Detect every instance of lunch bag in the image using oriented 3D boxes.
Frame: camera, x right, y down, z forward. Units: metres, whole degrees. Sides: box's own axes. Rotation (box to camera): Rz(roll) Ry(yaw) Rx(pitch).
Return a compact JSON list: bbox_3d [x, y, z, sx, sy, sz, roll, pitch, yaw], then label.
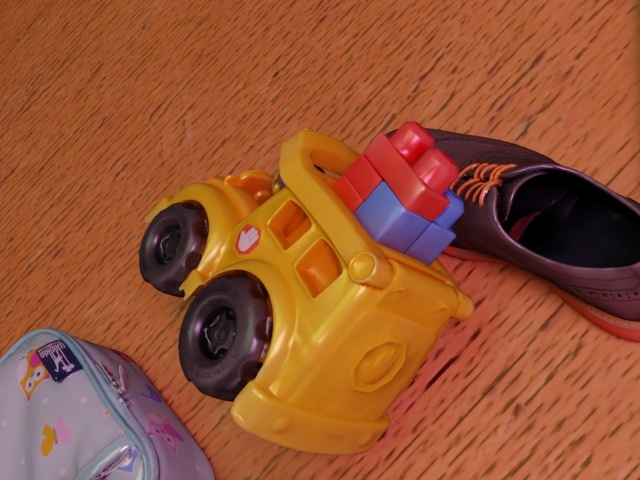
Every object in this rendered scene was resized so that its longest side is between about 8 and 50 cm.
[{"bbox_3d":[-0.224,0.219,0.639,0.279,0.108,0.224,-49,49,0],"label":"lunch bag"}]

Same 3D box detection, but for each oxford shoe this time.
[{"bbox_3d":[0.127,-0.032,0.556,0.271,0.098,0.097,29,82,40],"label":"oxford shoe"}]

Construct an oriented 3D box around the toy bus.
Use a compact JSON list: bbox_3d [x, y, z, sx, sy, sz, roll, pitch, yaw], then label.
[{"bbox_3d":[0.000,0.000,0.562,0.211,0.149,0.220,-52,46,17],"label":"toy bus"}]
